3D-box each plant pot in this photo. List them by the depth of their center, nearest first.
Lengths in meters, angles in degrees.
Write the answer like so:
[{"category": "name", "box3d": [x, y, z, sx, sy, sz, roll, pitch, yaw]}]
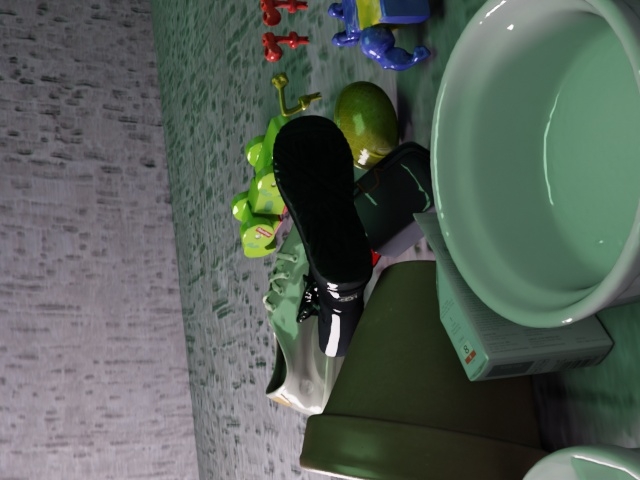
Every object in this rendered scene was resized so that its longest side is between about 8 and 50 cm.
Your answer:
[{"category": "plant pot", "box3d": [0.126, 0.150, 0.788, 0.263, 0.263, 0.229, 150, 133, -66]}]

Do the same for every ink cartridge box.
[{"category": "ink cartridge box", "box3d": [0.176, 0.048, 0.722, 0.045, 0.146, 0.179, 110, 149, -41]}]

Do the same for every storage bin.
[{"category": "storage bin", "box3d": [0.097, -0.046, 0.934, 0.135, 0.098, 0.091, -40, 60, 21]}]

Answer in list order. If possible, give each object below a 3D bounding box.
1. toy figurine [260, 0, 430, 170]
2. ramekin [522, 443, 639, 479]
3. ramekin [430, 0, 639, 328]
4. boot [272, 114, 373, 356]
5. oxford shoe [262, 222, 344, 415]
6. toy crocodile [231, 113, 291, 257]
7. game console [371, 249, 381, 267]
[{"category": "toy figurine", "box3d": [0.052, -0.285, 0.941, 0.217, 0.191, 0.362, -15, 80, 63]}, {"category": "ramekin", "box3d": [0.269, 0.281, 0.553, 0.273, 0.127, 0.272, 176, 90, -69]}, {"category": "ramekin", "box3d": [0.219, -0.072, 0.613, 0.277, 0.135, 0.277, 176, 90, -69]}, {"category": "boot", "box3d": [0.000, 0.000, 0.908, 0.207, 0.094, 0.246, 95, 162, -59]}, {"category": "oxford shoe", "box3d": [-0.028, 0.069, 1.223, 0.169, 0.130, 0.449, 172, 101, -81]}, {"category": "toy crocodile", "box3d": [-0.102, -0.097, 1.471, 0.115, 0.105, 0.340, -116, 35, -44]}, {"category": "game console", "box3d": [0.060, -0.017, 1.089, 0.085, 0.124, 0.144, 47, 143, 18]}]
